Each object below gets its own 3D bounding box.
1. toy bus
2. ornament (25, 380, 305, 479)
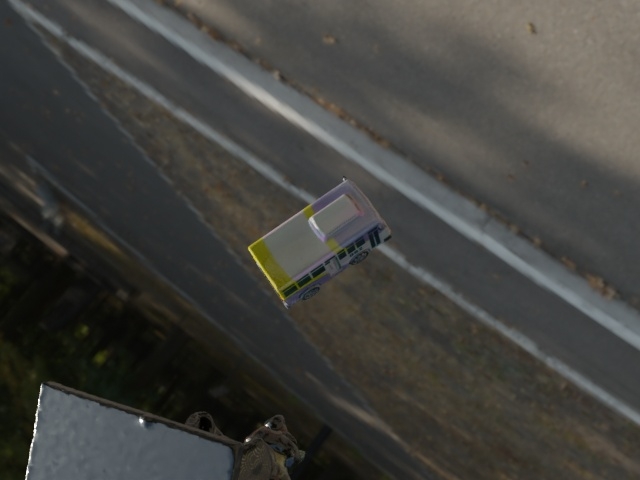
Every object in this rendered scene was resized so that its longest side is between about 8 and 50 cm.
[{"bbox_3d":[0.000,0.000,0.813,0.052,0.102,0.058,54,177,21],"label":"toy bus"},{"bbox_3d":[-0.074,0.178,0.724,0.166,0.153,0.196,13,-174,28],"label":"ornament"}]
